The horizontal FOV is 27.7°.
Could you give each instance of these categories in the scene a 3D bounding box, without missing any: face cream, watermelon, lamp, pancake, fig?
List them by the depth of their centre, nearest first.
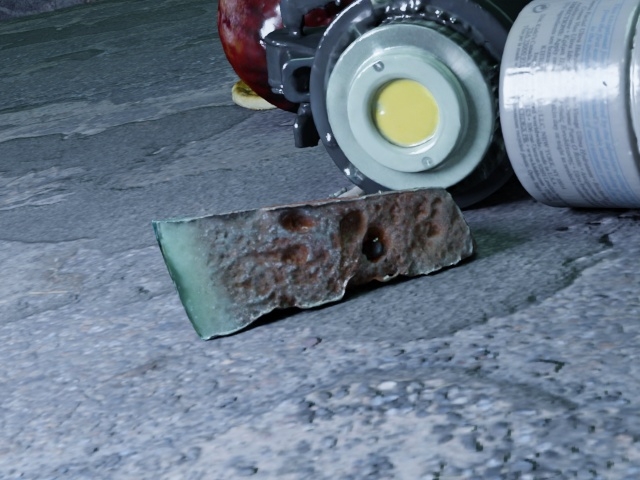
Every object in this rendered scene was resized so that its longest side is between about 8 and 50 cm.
[{"bbox_3d":[0.244,-0.113,1.018,0.153,0.177,0.177,2,23,38],"label":"face cream"},{"bbox_3d":[0.000,0.000,1.023,0.241,0.094,0.154,-10,9,3],"label":"watermelon"},{"bbox_3d":[0.128,-0.150,1.166,0.374,0.205,0.272,-4,23,5],"label":"lamp"},{"bbox_3d":[-0.014,-0.269,1.572,0.224,0.224,0.263,-25,49,-33],"label":"fig"},{"bbox_3d":[-0.044,-0.206,1.715,0.158,0.028,0.158,-8,20,3],"label":"pancake"}]

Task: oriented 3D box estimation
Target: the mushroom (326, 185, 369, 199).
[{"bbox_3d":[0.023,-0.050,1.207,0.068,0.043,0.306,-25,13,28],"label":"mushroom"}]
